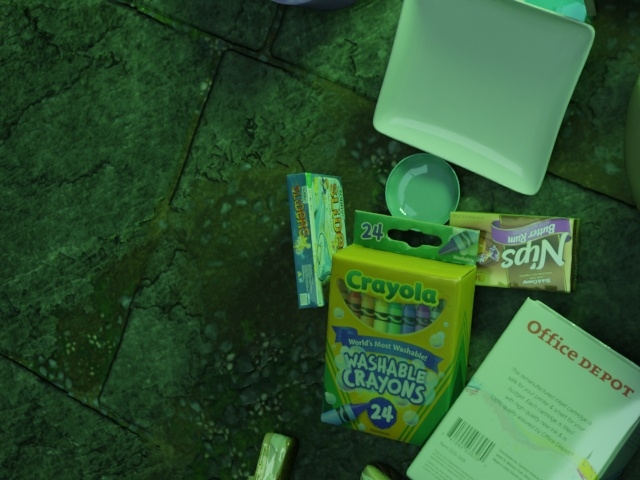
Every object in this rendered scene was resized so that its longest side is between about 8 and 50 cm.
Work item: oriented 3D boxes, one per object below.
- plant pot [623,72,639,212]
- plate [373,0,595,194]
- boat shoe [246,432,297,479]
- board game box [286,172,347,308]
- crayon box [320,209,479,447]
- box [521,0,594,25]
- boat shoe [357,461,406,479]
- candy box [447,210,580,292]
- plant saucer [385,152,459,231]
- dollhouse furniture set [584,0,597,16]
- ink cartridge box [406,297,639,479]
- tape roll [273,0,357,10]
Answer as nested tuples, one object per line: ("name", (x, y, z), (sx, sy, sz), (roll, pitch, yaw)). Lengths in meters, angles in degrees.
("plant pot", (0.511, -0.100, 1.502), (0.284, 0.284, 0.191), (42, 142, 18))
("plate", (0.232, -0.236, 1.670), (0.277, 0.045, 0.278), (25, 124, 16))
("boat shoe", (-0.089, 0.390, 1.852), (0.059, 0.063, 0.170), (19, 88, 25))
("board game box", (0.000, 0.000, 1.768), (0.035, 0.136, 0.201), (-6, 88, 24))
("crayon box", (0.115, 0.133, 1.713), (0.203, 0.083, 0.323), (10, 106, 23))
("box", (0.270, -0.321, 1.692), (0.244, 0.060, 0.101), (16, 96, 22))
("boat shoe", (0.151, 0.460, 1.728), (0.285, 0.103, 0.092), (44, 111, 21))
("candy box", (0.283, 0.016, 1.692), (0.186, 0.053, 0.109), (5, 94, 25))
("plant saucer", (0.158, -0.073, 1.762), (0.119, 0.021, 0.119), (0, 90, 24))
("dollhouse furniture set", (0.519, -0.435, 1.482), (0.374, 0.152, 0.201), (-4, 61, 18))
("ink cartridge box", (0.303, 0.272, 1.593), (0.226, 0.131, 0.306), (36, 89, 29))
("tape roll", (-0.007, -0.493, 1.757), (0.274, 0.090, 0.275), (1, 92, 40))
